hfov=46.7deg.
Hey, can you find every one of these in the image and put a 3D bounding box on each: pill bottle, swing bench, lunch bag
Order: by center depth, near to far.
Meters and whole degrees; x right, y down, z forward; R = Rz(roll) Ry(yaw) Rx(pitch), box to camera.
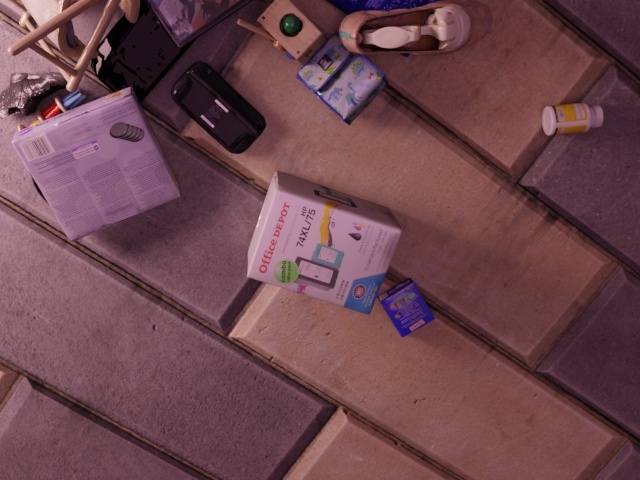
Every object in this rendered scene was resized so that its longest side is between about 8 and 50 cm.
[{"bbox_3d":[-0.472,-0.461,1.345,0.255,0.165,0.253,-45,61,7],"label":"swing bench"},{"bbox_3d":[0.043,-0.335,1.526,0.151,0.096,0.129,45,98,8],"label":"lunch bag"},{"bbox_3d":[0.544,-0.263,1.599,0.116,0.065,0.065,-5,107,-3],"label":"pill bottle"}]

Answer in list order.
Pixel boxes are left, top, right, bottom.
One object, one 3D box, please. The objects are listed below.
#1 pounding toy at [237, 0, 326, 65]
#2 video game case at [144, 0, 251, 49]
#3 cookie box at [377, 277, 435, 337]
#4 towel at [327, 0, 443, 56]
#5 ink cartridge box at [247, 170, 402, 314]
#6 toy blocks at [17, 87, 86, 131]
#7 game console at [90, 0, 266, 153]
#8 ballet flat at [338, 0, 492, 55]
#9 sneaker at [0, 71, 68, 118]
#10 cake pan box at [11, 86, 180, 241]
[{"bbox_3d":[-0.073,-0.410,1.456,0.130,0.141,0.100,44,99,-1],"label":"pounding toy"},{"bbox_3d":[-0.235,-0.550,1.431,0.275,0.035,0.248,-37,107,-8],"label":"video game case"},{"bbox_3d":[0.197,0.155,1.710,0.091,0.040,0.107,-30,106,4],"label":"cookie box"},{"bbox_3d":[0.124,-0.541,1.475,0.308,0.076,0.228,32,101,-13],"label":"towel"},{"bbox_3d":[0.000,0.000,1.564,0.270,0.197,0.198,17,104,-9],"label":"ink cartridge box"},{"bbox_3d":[-0.525,-0.230,1.527,0.148,0.054,0.123,-36,106,6],"label":"toy blocks"},{"bbox_3d":[-0.280,-0.316,1.529,0.361,0.044,0.213,42,101,-14],"label":"game console"},{"bbox_3d":[0.196,-0.403,1.438,0.315,0.106,0.108,-10,113,-6],"label":"ballet flat"},{"bbox_3d":[-0.576,-0.288,1.486,0.170,0.051,0.089,5,82,17],"label":"sneaker"},{"bbox_3d":[-0.453,-0.150,1.511,0.266,0.070,0.246,-24,120,-3],"label":"cake pan box"}]
